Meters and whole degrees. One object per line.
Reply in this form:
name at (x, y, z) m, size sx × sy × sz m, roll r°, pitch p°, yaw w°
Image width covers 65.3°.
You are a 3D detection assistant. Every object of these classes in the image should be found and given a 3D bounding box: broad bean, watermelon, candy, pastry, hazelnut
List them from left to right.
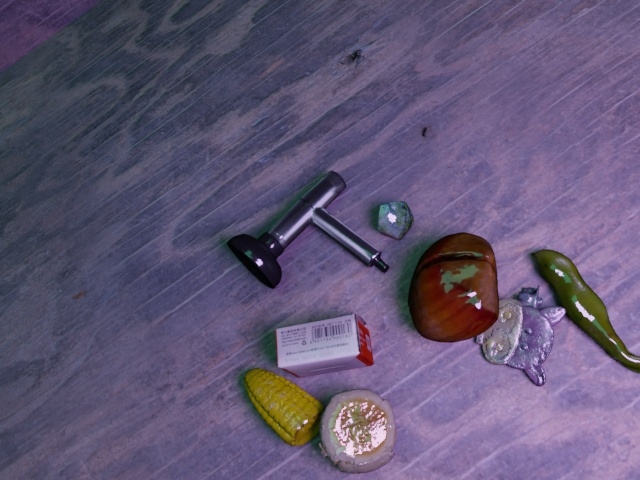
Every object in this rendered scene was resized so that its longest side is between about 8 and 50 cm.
candy at (-0.088, 0.340, 1.055) m, size 0.199 × 0.094 × 0.106 m, roll 31°, pitch 45°, yaw 32°
pastry at (0.073, 0.371, 0.975) m, size 0.166 × 0.088 × 0.166 m, roll 0°, pitch 68°, yaw 0°
watermelon at (0.162, -0.049, 1.154) m, size 0.072 × 0.092 × 0.084 m, roll -8°, pitch 47°, yaw 59°
hazelnut at (0.257, 0.096, 0.989) m, size 0.181 × 0.181 × 0.212 m, roll -4°, pitch 46°, yaw 21°
broad bean at (0.528, 0.134, 0.956) m, size 0.098 × 0.056 × 0.318 m, roll -40°, pitch 66°, yaw -8°

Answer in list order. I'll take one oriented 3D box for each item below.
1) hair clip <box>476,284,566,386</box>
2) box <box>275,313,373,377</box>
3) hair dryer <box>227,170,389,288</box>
hair clip at (0.391, 0.173, 0.985) m, size 0.146 × 0.056 × 0.187 m, roll 15°, pitch 76°, yaw 31°
box at (0.011, 0.220, 1.051) m, size 0.182 × 0.133 × 0.099 m, roll -14°, pitch 64°, yaw 15°
hair dryer at (-0.014, 0.002, 1.151) m, size 0.320 × 0.156 × 0.284 m, roll -38°, pitch 50°, yaw -10°
